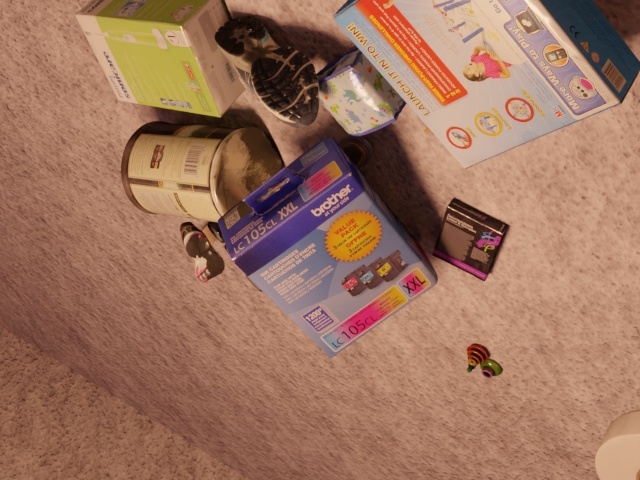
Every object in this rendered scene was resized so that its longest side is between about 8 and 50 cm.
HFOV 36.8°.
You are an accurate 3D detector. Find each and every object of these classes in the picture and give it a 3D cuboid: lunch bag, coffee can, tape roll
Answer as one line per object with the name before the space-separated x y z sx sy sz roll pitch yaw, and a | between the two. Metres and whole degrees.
lunch bag | 0.060 -0.251 1.646 0.129 0.096 0.151 48 142 -17
coffee can | -0.246 -0.140 1.992 0.275 0.201 0.201 9 138 38
tape roll | 0.752 0.491 1.945 0.392 0.072 0.392 26 146 19

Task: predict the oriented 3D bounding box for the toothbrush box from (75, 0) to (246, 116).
toothbrush box | -0.295 -0.364 1.827 0.283 0.122 0.206 12 141 34

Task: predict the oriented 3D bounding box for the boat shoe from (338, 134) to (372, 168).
boat shoe | 0.037 -0.139 1.842 0.066 0.066 0.183 41 148 -6

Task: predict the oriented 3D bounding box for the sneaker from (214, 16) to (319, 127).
sneaker | -0.075 -0.282 1.692 0.283 0.110 0.122 54 174 36

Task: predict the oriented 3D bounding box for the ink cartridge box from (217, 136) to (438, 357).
ink cartridge box | 0.000 0.000 1.781 0.395 0.270 0.151 48 -170 -35

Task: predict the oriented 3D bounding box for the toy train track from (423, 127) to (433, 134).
toy train track | 0.184 -0.210 1.657 0.083 0.014 0.048 49 154 -7

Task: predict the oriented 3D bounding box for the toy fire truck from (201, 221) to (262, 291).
toy fire truck | -0.194 0.014 2.222 0.217 0.158 0.246 52 166 -14

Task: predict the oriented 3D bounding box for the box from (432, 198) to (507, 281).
box | 0.281 0.001 1.818 0.116 0.029 0.162 28 148 14

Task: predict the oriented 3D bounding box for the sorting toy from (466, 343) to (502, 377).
sorting toy | 0.346 0.271 2.089 0.061 0.042 0.102 -12 124 51

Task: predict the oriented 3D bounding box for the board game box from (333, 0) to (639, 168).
board game box | 0.219 -0.273 1.314 0.308 0.086 0.302 47 148 -15

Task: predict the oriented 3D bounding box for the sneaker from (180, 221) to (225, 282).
sneaker | -0.266 0.019 2.144 0.077 0.072 0.178 58 167 36
